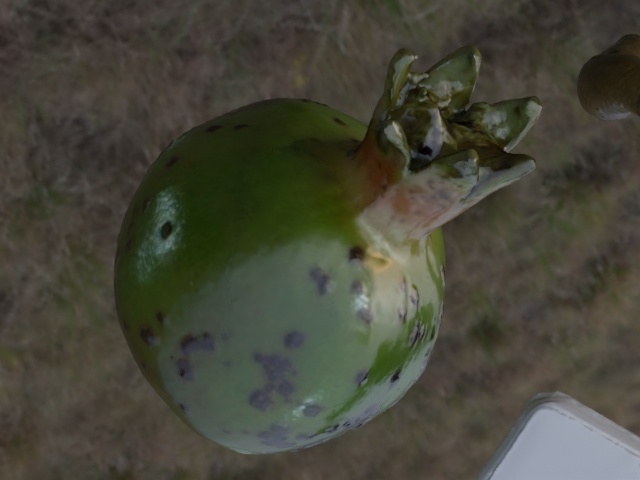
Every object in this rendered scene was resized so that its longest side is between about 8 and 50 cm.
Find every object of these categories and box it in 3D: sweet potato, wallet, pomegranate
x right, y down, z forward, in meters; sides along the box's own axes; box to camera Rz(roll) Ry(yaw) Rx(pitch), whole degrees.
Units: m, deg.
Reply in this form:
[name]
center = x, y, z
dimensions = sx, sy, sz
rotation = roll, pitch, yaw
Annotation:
[sweet potato]
center = 0.253, -0.141, 1.162
dimensions = 0.069, 0.059, 0.249
rotation = -30, -171, 18
[wallet]
center = 0.125, 0.184, 0.828
dimensions = 0.190, 0.095, 0.033
rotation = -58, 180, 19
[pomegranate]
center = -0.008, 0.014, 0.825
dimensions = 0.231, 0.230, 0.286
rotation = -12, 171, -30
